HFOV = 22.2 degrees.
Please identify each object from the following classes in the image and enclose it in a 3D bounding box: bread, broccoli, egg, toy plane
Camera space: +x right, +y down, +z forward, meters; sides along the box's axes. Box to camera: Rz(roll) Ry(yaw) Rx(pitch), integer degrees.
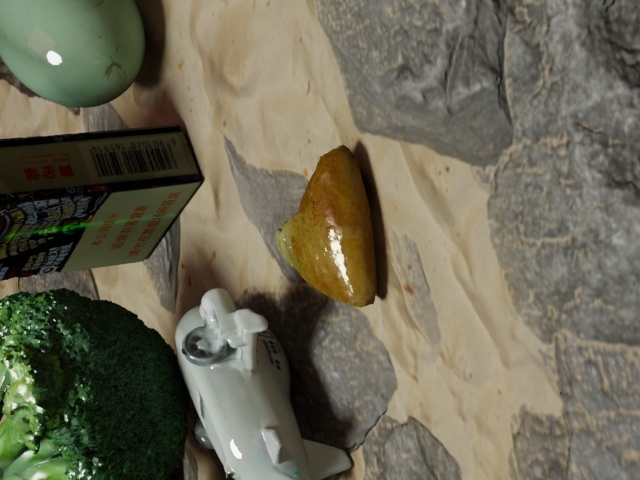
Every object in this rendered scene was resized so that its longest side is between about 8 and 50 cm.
[{"bbox_3d":[0.013,0.009,1.541,0.136,0.054,0.154,61,145,29],"label":"bread"},{"bbox_3d":[-0.261,0.187,1.731,0.245,0.265,0.294,-42,80,18],"label":"broccoli"},{"bbox_3d":[-0.293,-0.247,1.893,0.231,0.168,0.168,51,136,40],"label":"egg"},{"bbox_3d":[-0.073,0.160,1.646,0.252,0.118,0.252,160,90,-73],"label":"toy plane"}]

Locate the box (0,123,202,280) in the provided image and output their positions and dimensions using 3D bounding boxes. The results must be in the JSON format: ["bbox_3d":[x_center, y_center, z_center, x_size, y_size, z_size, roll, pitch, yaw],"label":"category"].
[{"bbox_3d":[-0.310,-0.037,1.818,0.198,0.310,0.084,-48,57,51],"label":"box"}]
